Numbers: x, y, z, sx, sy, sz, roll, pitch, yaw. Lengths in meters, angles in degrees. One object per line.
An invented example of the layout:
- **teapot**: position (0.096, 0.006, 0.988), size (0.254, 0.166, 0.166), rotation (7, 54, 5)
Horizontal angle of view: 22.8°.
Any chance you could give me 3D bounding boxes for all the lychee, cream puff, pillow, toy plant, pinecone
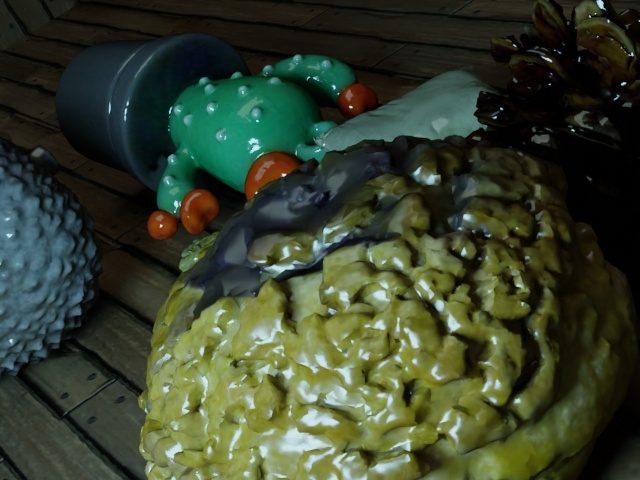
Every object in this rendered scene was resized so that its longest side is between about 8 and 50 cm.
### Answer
- **lychee**: position (-0.363, 0.013, 1.549), size (0.300, 0.300, 0.300), rotation (-24, 22, 10)
- **cream puff**: position (0.026, 0.066, 1.019), size (0.327, 0.231, 0.343), rotation (-47, 29, -23)
- **pillow**: position (0.098, -0.096, 1.519), size (0.181, 0.077, 0.134), rotation (-28, 24, -8)
- **toy plant**: position (-0.119, -0.134, 1.730), size (0.280, 0.185, 0.400), rotation (-18, 21, -36)
- **pinecone**: position (0.207, -0.061, 1.154), size (0.221, 0.221, 0.221), rotation (-24, 22, 10)

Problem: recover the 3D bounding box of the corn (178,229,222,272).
- **corn**: position (0.000, 0.000, 1.411), size (0.288, 0.086, 0.086), rotation (-16, 25, 32)
